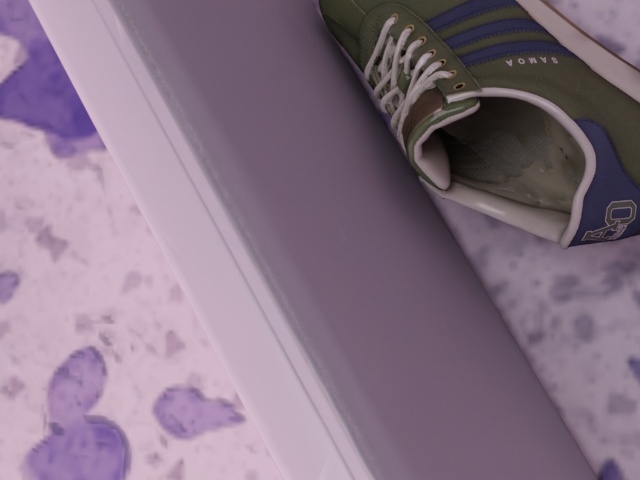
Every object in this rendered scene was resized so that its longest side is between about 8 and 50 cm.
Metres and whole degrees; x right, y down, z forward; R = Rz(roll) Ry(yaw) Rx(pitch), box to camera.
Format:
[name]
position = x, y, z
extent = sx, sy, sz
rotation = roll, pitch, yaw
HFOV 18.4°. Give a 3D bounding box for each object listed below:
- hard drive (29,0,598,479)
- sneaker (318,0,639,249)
[hard drive]
position = 0.000, 0.000, 0.728
extent = 0.040, 0.203, 0.307
rotation = -37, 66, 18
[sneaker]
position = 0.057, -0.058, 0.767
extent = 0.192, 0.086, 0.064
rotation = 35, 131, 27
